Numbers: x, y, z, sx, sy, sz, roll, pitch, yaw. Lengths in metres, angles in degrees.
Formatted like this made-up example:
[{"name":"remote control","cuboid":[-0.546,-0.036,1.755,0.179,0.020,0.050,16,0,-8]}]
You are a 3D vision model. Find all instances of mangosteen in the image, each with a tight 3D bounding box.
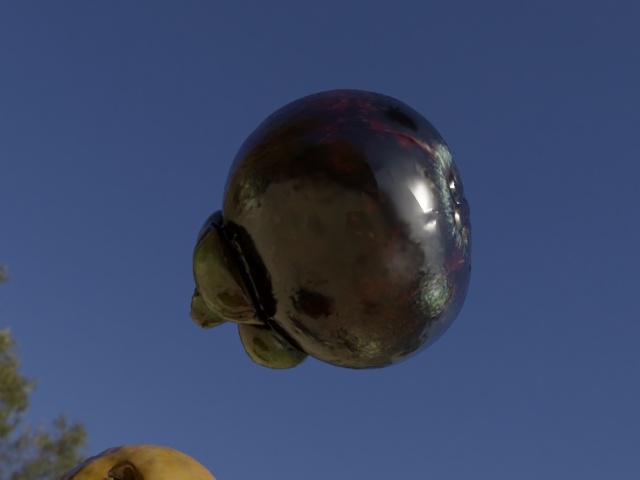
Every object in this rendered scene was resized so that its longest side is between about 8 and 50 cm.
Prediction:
[{"name":"mangosteen","cuboid":[0.012,-0.009,1.273,0.300,0.300,0.300,15,-34,10]}]

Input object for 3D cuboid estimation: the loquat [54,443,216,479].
[{"name":"loquat","cuboid":[-0.159,0.281,1.066,0.208,0.208,0.208,15,-34,10]}]
